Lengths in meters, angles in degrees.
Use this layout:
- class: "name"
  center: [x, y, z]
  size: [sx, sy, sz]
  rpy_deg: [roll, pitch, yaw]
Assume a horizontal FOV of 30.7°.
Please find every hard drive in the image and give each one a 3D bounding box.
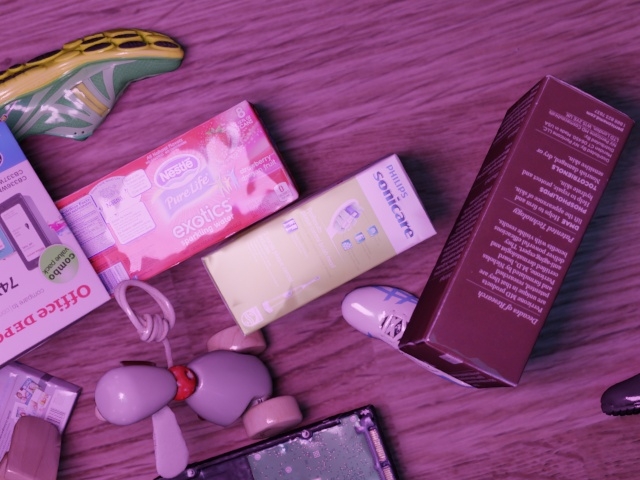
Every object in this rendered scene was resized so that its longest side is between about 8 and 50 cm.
- class: "hard drive"
  center: [-0.046, 0.393, 1.639]
  size: [0.339, 0.064, 0.237]
  rpy_deg: [-21, 87, 10]

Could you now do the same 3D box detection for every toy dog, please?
- class: "toy dog"
  center: [-0.185, 0.207, 1.560]
  size: [0.334, 0.220, 0.161]
  rpy_deg: [25, 130, -39]

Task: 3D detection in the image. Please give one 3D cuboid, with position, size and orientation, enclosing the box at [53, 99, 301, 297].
- class: "box"
  center: [-0.191, -0.056, 1.591]
  size: [0.300, 0.142, 0.154]
  rpy_deg: [-29, 94, 3]

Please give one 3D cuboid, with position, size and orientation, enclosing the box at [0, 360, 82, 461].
- class: "box"
  center: [-0.456, 0.246, 1.673]
  size: [0.186, 0.038, 0.145]
  rpy_deg: [21, 95, -2]

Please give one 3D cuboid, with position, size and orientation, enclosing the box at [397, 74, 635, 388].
- class: "box"
  center: [0.251, -0.004, 1.522]
  size: [0.143, 0.191, 0.381]
  rpy_deg: [28, 81, -2]

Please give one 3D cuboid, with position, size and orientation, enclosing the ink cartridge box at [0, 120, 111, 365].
- class: "ink cartridge box"
  center: [-0.443, 0.025, 1.522]
  size: [0.198, 0.197, 0.270]
  rpy_deg: [-33, 93, -27]

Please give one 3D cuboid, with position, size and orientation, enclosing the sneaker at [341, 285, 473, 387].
- class: "sneaker"
  center: [0.140, 0.132, 1.631]
  size: [0.237, 0.086, 0.085]
  rpy_deg: [26, 96, 0]

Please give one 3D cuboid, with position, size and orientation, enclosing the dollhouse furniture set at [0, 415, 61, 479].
- class: "dollhouse furniture set"
  center: [-0.607, 0.331, 1.605]
  size: [0.394, 0.256, 0.362]
  rpy_deg: [28, 107, -18]

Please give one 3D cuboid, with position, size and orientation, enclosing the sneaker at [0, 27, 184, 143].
- class: "sneaker"
  center: [-0.327, -0.209, 1.615]
  size: [0.295, 0.109, 0.123]
  rpy_deg: [-20, 120, -1]

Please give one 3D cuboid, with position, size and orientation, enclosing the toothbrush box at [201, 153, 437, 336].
- class: "toothbrush box"
  center: [0.000, 0.000, 1.562]
  size: [0.283, 0.206, 0.122]
  rpy_deg: [-27, 93, 4]

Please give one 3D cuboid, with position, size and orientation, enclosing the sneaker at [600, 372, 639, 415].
- class: "sneaker"
  center: [0.531, 0.142, 1.622]
  size: [0.330, 0.122, 0.146]
  rpy_deg: [-22, 76, 4]
